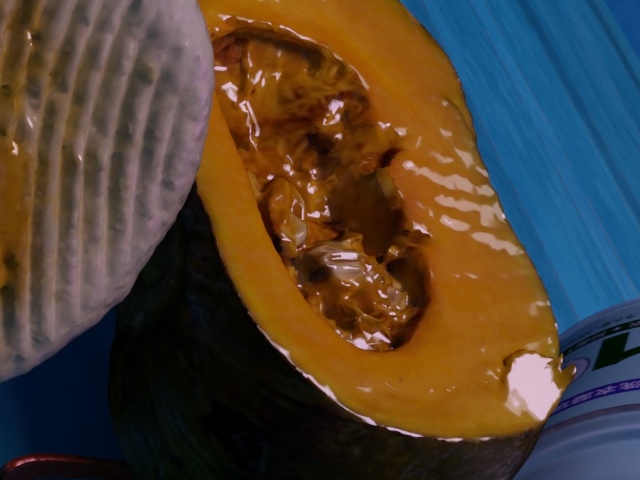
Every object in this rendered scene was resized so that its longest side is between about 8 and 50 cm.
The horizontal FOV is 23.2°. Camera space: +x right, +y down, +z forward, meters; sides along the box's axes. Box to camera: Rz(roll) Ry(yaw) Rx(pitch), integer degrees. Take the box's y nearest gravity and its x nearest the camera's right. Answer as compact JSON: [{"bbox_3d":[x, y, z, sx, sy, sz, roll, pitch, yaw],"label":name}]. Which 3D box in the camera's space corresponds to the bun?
[{"bbox_3d":[-0.164,-0.064,0.591,0.153,0.244,0.244,28,-2,44],"label":"bun"}]

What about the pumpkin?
[{"bbox_3d":[0.000,0.000,0.756,0.222,0.139,0.317,2,53,-35],"label":"pumpkin"}]

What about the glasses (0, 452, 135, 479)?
[{"bbox_3d":[-0.074,0.027,0.796,0.268,0.118,0.234,11,48,-61],"label":"glasses"}]

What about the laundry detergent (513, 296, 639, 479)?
[{"bbox_3d":[0.209,0.203,0.885,0.287,0.287,0.305,54,20,-1],"label":"laundry detergent"}]
